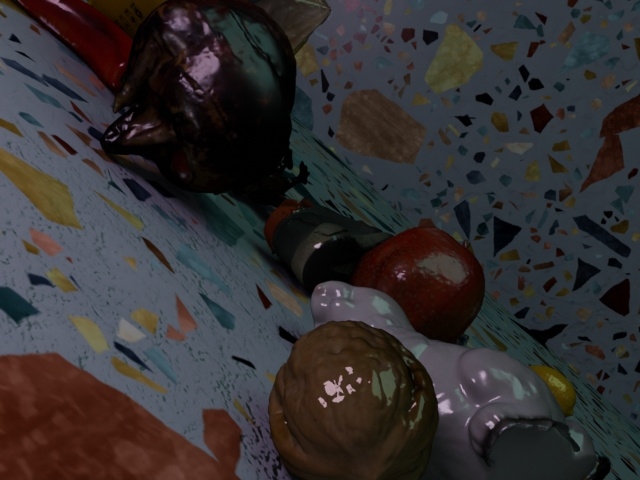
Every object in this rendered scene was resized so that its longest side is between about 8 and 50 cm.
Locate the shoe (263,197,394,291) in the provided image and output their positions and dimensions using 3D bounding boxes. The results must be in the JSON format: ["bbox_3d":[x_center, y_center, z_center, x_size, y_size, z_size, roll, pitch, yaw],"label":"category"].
[{"bbox_3d":[0.000,0.000,1.307,0.171,0.132,0.336,37,11,20],"label":"shoe"}]

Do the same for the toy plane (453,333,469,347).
[{"bbox_3d":[0.193,0.176,1.382,0.174,0.080,0.174,25,3,-1],"label":"toy plane"}]

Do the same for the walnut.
[{"bbox_3d":[0.030,0.158,0.706,0.155,0.155,0.184,39,9,-20],"label":"walnut"}]

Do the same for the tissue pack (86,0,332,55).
[{"bbox_3d":[-0.210,-0.393,1.354,0.293,0.228,0.382,49,-23,-20],"label":"tissue pack"}]

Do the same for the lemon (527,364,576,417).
[{"bbox_3d":[0.503,0.340,1.759,0.155,0.114,0.114,43,10,22],"label":"lemon"}]

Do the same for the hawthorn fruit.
[{"bbox_3d":[0.169,0.072,1.246,0.205,0.253,0.205,38,-36,34],"label":"hawthorn fruit"}]

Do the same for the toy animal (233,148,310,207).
[{"bbox_3d":[-0.103,-0.096,1.413,0.180,0.116,0.218,-15,59,-43],"label":"toy animal"}]

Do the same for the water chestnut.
[{"bbox_3d":[-0.158,-0.193,1.079,0.245,0.288,0.289,11,16,-7],"label":"water chestnut"}]

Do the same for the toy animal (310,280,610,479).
[{"bbox_3d":[0.126,0.176,0.918,0.258,0.193,0.357,21,14,-37],"label":"toy animal"}]

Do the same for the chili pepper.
[{"bbox_3d":[-0.396,-0.334,1.303,0.368,0.091,0.137,37,25,10],"label":"chili pepper"}]
